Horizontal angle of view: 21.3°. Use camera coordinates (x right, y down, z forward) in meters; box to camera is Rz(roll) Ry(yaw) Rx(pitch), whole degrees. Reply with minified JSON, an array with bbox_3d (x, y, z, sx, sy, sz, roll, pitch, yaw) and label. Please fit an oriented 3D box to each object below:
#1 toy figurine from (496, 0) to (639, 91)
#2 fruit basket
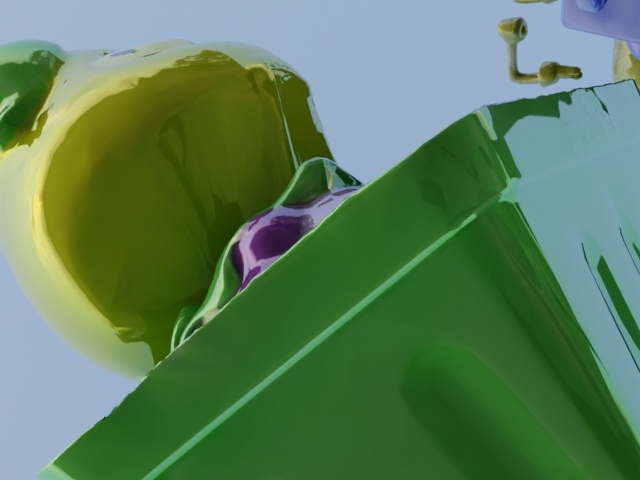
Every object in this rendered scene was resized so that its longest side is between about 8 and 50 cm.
[{"bbox_3d":[0.174,-0.184,1.079,0.191,0.362,0.217,12,-142,17],"label":"toy figurine"},{"bbox_3d":[0.000,0.000,0.817,0.283,0.392,0.392,-40,-99,20],"label":"fruit basket"}]
